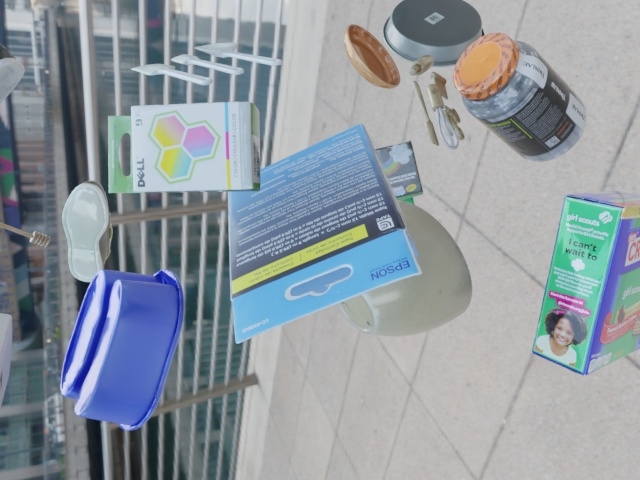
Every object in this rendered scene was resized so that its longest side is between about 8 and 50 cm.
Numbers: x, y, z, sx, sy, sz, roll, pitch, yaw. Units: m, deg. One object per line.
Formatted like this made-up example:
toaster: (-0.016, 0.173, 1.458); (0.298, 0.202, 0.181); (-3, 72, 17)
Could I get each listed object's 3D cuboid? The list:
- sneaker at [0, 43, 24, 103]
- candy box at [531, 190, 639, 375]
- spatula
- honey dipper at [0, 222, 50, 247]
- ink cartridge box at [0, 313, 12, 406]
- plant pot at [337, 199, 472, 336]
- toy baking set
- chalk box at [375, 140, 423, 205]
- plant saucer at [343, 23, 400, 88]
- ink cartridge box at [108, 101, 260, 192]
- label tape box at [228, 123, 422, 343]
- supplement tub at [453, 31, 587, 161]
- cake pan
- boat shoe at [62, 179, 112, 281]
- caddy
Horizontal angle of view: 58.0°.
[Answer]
sneaker: (-0.792, -0.345, 1.272); (0.147, 0.296, 0.104); (55, -166, 8)
candy box: (0.553, 0.069, 1.119); (0.122, 0.268, 0.317); (19, 109, 47)
spatula: (-0.177, -0.281, 0.906); (0.242, 0.168, 0.019); (27, 132, 47)
honey dipper: (-0.712, -0.026, 1.341); (0.030, 0.161, 0.030); (-31, 44, 37)
ink cartridge box: (-0.651, 0.274, 0.961); (0.270, 0.198, 0.197); (-104, 31, -45)
plant pot: (0.137, 0.087, 1.184); (0.284, 0.191, 0.284); (42, 150, 31)
toy baking set: (0.242, -0.283, 1.174); (0.030, 0.256, 0.196); (-26, 97, 31)
chalk box: (0.236, -0.182, 1.760); (0.132, 0.132, 0.213); (-33, -70, -81)
plant saucer: (0.129, -0.472, 1.504); (0.037, 0.200, 0.200); (-35, 58, 34)
ink cartridge box: (-0.185, -0.116, 0.744); (0.062, 0.209, 0.108); (-31, -59, -85)
label tape box: (0.000, 0.000, 0.846); (0.347, 0.249, 0.115); (-103, -13, -48)
supplement tub: (0.462, -0.330, 1.345); (0.194, 0.316, 0.193); (-27, 50, 39)
cake pan: (0.325, -0.608, 1.643); (0.054, 0.293, 0.293); (89, 164, -55)
boat shoe: (-0.593, -0.033, 1.486); (0.091, 0.109, 0.305); (-90, 14, -54)
caddy: (-0.395, 0.218, 1.202); (0.241, 0.179, 0.341); (14, 86, 53)
